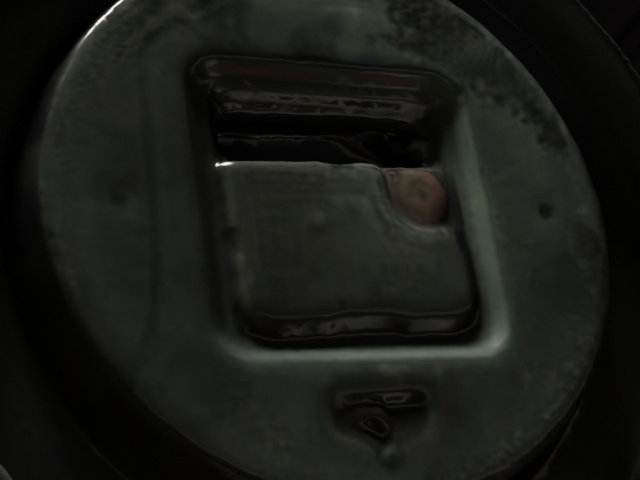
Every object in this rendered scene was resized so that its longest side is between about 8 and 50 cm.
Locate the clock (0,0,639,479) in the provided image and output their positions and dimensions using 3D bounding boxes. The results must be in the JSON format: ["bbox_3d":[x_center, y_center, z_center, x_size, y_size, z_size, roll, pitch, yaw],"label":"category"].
[{"bbox_3d":[-0.001,0.000,0.480,0.319,0.066,0.318,10,62,-20],"label":"clock"}]
